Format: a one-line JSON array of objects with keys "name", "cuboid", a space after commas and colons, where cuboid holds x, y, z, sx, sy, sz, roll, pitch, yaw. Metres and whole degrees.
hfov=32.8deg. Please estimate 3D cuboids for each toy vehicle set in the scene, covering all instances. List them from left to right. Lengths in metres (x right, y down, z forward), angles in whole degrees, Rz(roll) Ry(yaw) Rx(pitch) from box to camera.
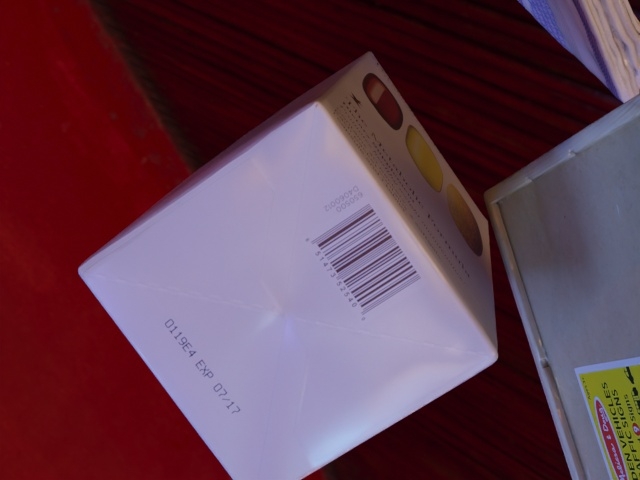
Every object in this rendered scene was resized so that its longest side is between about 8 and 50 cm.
[{"name": "toy vehicle set", "cuboid": [0.151, 0.082, 0.454, 0.035, 0.267, 0.166, -15, 174, -15]}]

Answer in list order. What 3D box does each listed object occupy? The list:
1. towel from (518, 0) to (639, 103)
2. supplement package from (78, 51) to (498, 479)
[{"name": "towel", "cuboid": [0.123, -0.229, 0.740, 0.034, 0.285, 0.209, -35, 135, 5]}, {"name": "supplement package", "cuboid": [0.000, 0.000, 0.574, 0.134, 0.139, 0.244, -33, -171, 14]}]
